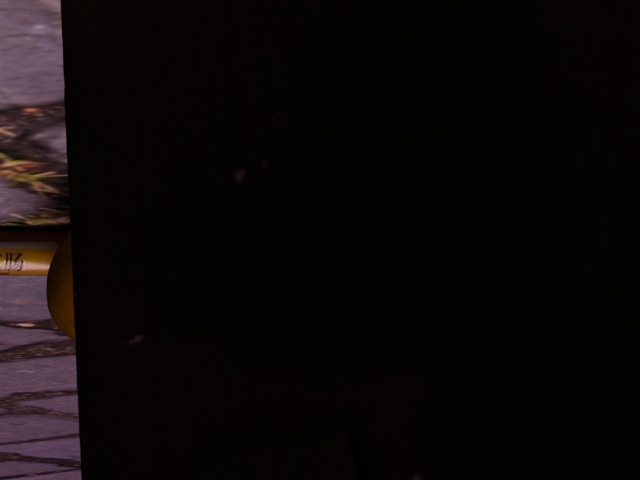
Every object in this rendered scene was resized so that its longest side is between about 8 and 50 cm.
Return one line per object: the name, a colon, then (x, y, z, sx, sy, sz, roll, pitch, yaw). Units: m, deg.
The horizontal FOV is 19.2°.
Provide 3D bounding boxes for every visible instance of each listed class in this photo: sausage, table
sausage: (-0.217, 0.007, 1.179, 0.223, 0.029, 0.029, 0, 168, -22)
table: (0.094, -0.034, 0.528, 0.196, 0.251, 0.282, -14, 164, 39)

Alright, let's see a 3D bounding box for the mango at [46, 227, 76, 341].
mango: (-0.091, 0.021, 1.106, 0.136, 0.099, 0.227, 4, 165, -27)
